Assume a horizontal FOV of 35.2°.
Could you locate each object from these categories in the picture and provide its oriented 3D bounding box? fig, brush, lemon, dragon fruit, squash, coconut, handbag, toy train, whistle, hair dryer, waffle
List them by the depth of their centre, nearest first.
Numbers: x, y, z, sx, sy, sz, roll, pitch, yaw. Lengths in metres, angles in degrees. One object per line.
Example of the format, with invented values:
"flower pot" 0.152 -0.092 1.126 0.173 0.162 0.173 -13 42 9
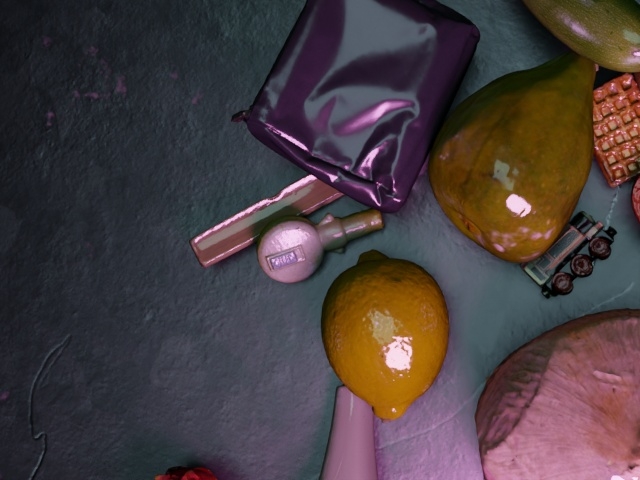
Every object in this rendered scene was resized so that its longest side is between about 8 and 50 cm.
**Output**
"coconut" 0.390 0.272 1.274 0.404 0.404 0.405 -1 86 11
"squash" 0.335 -0.352 1.401 0.107 0.107 0.395 -35 52 7
"fig" 0.281 -0.130 1.424 0.233 0.233 0.314 24 58 11
"lemon" 0.093 0.132 1.432 0.184 0.184 0.249 -9 81 10
"toy train" 0.358 0.018 1.456 0.138 0.050 0.087 -44 76 5
"waffle" 0.434 -0.160 1.457 0.102 0.042 0.148 -25 82 8
"handbag" 0.050 -0.220 1.462 0.275 0.178 0.302 26 86 -1
"hair dryer" 0.105 0.345 1.472 0.298 0.119 0.296 -15 79 -7
"dragon fruit" -0.196 0.403 1.499 0.136 0.133 0.166 -3 127 11
"whistle" 0.000 0.000 1.511 0.198 0.057 0.104 -18 116 1
"brush" -0.066 -0.043 1.545 0.282 0.048 0.054 -29 84 0

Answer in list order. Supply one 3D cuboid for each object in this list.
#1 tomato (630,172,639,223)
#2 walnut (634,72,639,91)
"tomato" 0.525 -0.054 1.412 0.174 0.082 0.166 37 97 7
"walnut" 0.536 -0.256 1.364 0.228 0.228 0.228 -1 86 11
